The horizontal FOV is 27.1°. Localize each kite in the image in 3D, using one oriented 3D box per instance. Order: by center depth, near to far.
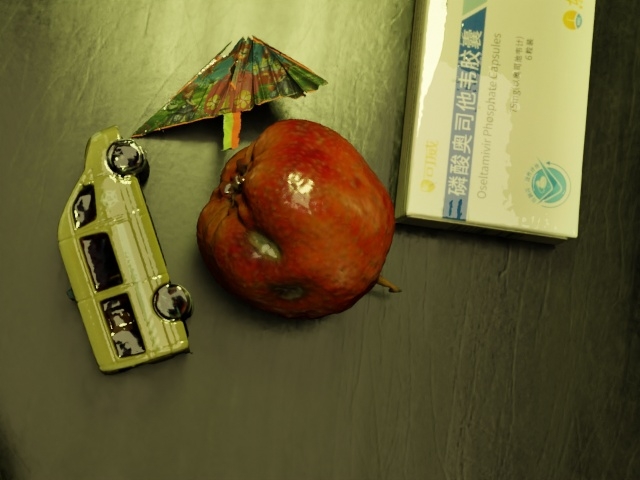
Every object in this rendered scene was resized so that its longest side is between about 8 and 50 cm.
[{"bbox_3d":[-0.101,-0.160,1.461,0.241,0.014,0.183,-15,46,17],"label":"kite"}]

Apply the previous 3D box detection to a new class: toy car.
[{"bbox_3d":[-0.217,0.012,1.412,0.124,0.101,0.256,-18,86,-7],"label":"toy car"}]

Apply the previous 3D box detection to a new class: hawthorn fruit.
[{"bbox_3d":[0.000,0.000,1.407,0.243,0.207,0.207,34,78,-24],"label":"hawthorn fruit"}]

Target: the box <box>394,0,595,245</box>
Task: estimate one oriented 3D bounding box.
[{"bbox_3d":[0.202,-0.177,1.517,0.200,0.065,0.343,8,81,-7],"label":"box"}]

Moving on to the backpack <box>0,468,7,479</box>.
[{"bbox_3d":[-0.490,0.197,1.247,0.363,0.255,0.445,-33,103,-13],"label":"backpack"}]
